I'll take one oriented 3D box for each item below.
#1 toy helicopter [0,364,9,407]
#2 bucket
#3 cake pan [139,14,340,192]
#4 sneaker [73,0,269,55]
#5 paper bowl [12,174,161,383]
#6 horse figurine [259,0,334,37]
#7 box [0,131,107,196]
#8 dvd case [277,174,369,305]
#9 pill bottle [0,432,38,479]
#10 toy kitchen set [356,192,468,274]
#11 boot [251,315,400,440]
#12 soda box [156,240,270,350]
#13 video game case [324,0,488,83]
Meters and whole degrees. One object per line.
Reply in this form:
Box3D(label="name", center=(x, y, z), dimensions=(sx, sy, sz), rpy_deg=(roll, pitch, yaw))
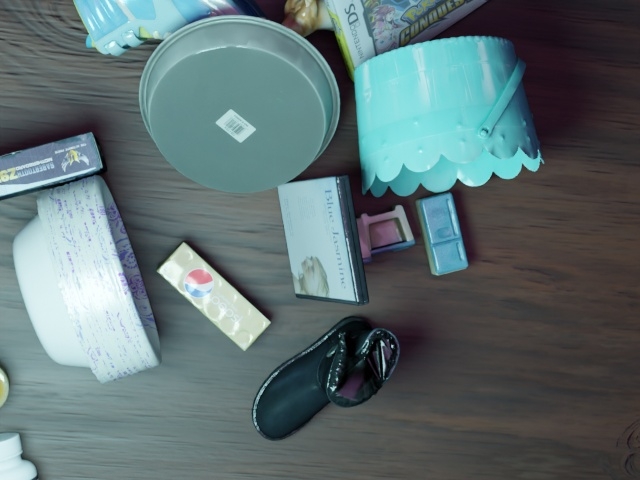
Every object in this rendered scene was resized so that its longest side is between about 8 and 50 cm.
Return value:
Box3D(label="toy helicopter", center=(-0.630, 0.207, 1.757), dimensions=(0.355, 0.140, 0.234), rpy_deg=(10, 93, -11))
Box3D(label="bucket", center=(0.180, -0.177, 1.784), dimensions=(0.281, 0.281, 0.183), rpy_deg=(-7, 85, -7))
Box3D(label="cake pan", center=(-0.118, -0.184, 1.766), dimensions=(0.293, 0.054, 0.293), rpy_deg=(1, 129, 1))
Box3D(label="sneaker", center=(-0.225, -0.322, 1.809), dimensions=(0.319, 0.127, 0.208), rpy_deg=(38, 111, -24))
Box3D(label="paper bowl", center=(-0.332, 0.062, 1.713), dimensions=(0.148, 0.284, 0.284), rpy_deg=(-18, 94, -6))
Box3D(label="horse figurine", center=(0.006, -0.362, 1.794), dimensions=(0.066, 0.263, 0.174), rpy_deg=(30, 123, 22))
Box3D(label="box", center=(-0.425, -0.095, 1.746), dimensions=(0.233, 0.183, 0.059), rpy_deg=(-15, 95, -8))
Box3D(label="dvd case", center=(0.000, 0.000, 1.773), dimensions=(0.022, 0.253, 0.180), rpy_deg=(-10, 94, -21))
Box3D(label="pill bottle", center=(-0.463, 0.386, 1.797), dimensions=(0.108, 0.108, 0.193), rpy_deg=(-11, 93, -7))
Box3D(label="toy kitchen set", center=(0.122, 0.009, 1.831), dimensions=(0.207, 0.166, 0.122), rpy_deg=(-14, 93, -7))
Box3D(label="boot", center=(0.002, 0.211, 1.803), dimensions=(0.246, 0.207, 0.094), rpy_deg=(-43, 97, -4))
Box3D(label="soda box", center=(-0.162, 0.083, 1.851), dimensions=(0.181, 0.058, 0.061), rpy_deg=(43, 86, -6))
Box3D(label="video game case", center=(0.135, -0.379, 1.792), dimensions=(0.275, 0.248, 0.035), rpy_deg=(-34, 57, -7))
